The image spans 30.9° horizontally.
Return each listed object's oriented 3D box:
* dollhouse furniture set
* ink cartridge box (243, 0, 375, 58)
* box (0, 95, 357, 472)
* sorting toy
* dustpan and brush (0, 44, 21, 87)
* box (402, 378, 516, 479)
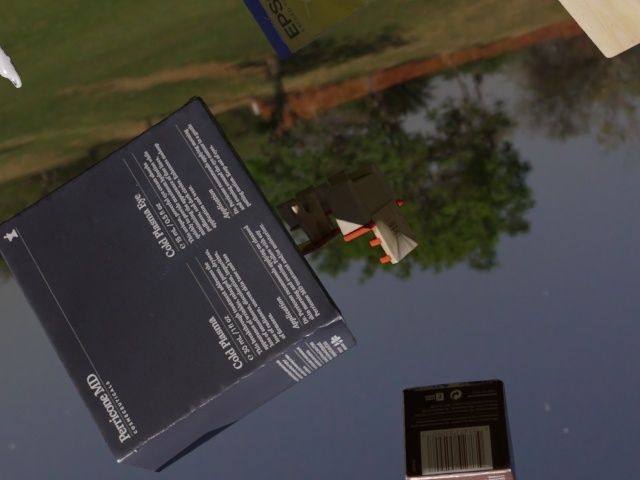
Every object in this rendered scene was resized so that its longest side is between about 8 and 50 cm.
[{"bbox_3d":[0.000,0.000,1.701,0.259,0.135,0.262,-24,-171,40],"label":"dollhouse furniture set"},{"bbox_3d":[-0.069,-0.443,1.736,0.307,0.304,0.072,-24,-167,47],"label":"ink cartridge box"},{"bbox_3d":[-0.180,0.059,1.452,0.312,0.343,0.179,-32,163,-2],"label":"box"},{"bbox_3d":[0.534,-0.446,1.914,0.255,0.089,0.257,-28,151,23],"label":"sorting toy"},{"bbox_3d":[-0.439,-0.277,1.442,0.147,0.211,0.060,4,-147,44],"label":"dustpan and brush"},{"bbox_3d":[0.229,0.354,1.883,0.168,0.203,0.167,-7,-130,9],"label":"box"}]
